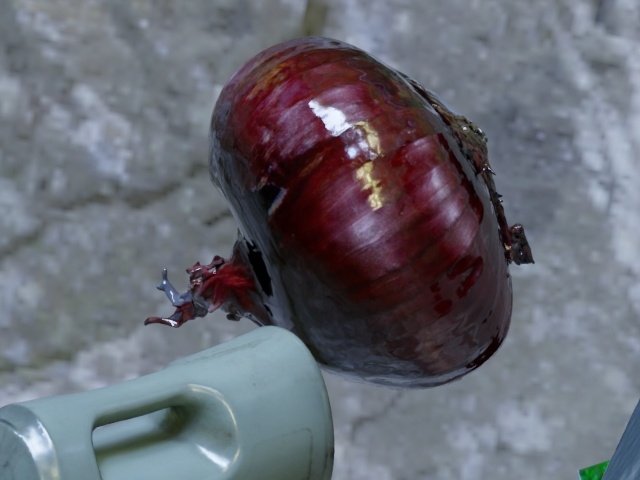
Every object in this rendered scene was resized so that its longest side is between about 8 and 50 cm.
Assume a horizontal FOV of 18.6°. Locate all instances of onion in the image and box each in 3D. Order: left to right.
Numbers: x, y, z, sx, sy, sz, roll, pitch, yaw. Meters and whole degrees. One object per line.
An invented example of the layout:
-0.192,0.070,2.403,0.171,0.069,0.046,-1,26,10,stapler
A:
0.000,0.000,1.384,0.273,0.285,0.273,61,178,3,onion

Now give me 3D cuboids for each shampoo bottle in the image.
-0.107,0.127,1.017,0.087,0.234,0.118,26,122,45,shampoo bottle

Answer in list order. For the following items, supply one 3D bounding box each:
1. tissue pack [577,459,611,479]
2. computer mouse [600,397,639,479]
0.341,0.231,1.703,0.148,0.209,0.156,-99,-12,-57,tissue pack
0.151,0.065,0.666,0.231,0.079,0.128,-51,-8,-42,computer mouse
